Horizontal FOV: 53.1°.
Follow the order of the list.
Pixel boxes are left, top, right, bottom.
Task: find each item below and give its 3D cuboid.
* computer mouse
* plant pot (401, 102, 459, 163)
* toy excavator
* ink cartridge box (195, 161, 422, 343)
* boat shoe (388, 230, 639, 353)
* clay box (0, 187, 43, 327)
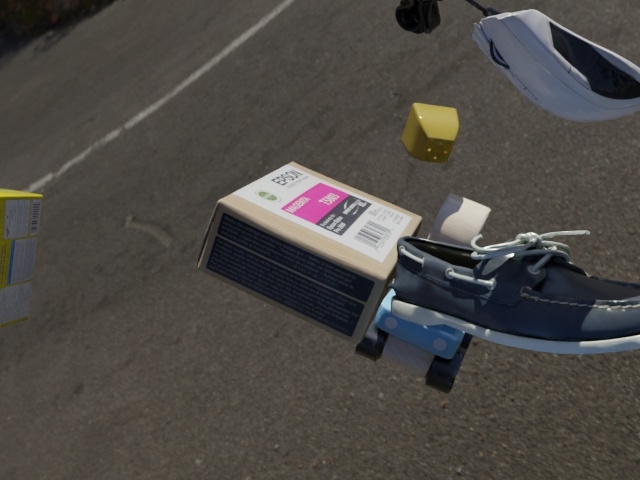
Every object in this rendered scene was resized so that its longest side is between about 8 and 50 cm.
[{"bbox_3d":[0.134,-0.123,0.427,0.042,0.193,0.106,-63,6,1],"label":"computer mouse"},{"bbox_3d":[0.194,-0.177,1.108,0.083,0.081,0.081,-95,15,-48],"label":"plant pot"},{"bbox_3d":[0.238,0.090,1.323,0.222,0.433,0.445,22,111,15],"label":"toy excavator"},{"bbox_3d":[0.000,0.000,0.742,0.088,0.193,0.235,-69,-9,23],"label":"ink cartridge box"},{"bbox_3d":[0.150,0.032,0.503,0.254,0.095,0.079,4,97,60],"label":"boat shoe"},{"bbox_3d":[-0.321,0.022,0.524,0.053,0.222,0.127,10,96,10],"label":"clay box"}]
